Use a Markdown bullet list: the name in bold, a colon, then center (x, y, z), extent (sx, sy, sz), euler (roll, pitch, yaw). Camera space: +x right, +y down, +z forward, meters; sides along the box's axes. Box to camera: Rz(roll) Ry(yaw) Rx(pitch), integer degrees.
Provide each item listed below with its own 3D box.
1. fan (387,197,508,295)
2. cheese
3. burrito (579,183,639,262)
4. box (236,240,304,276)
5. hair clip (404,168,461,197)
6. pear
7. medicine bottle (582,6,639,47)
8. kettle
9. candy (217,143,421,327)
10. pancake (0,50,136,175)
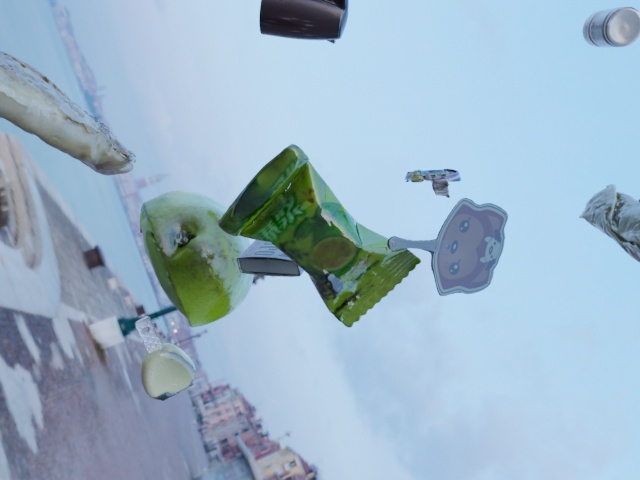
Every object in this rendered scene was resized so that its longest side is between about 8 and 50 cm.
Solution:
- **fan**: center (0.166, 0.008, 0.803), extent (0.009, 0.219, 0.132), euler (22, -75, 52)
- **cheese**: center (-0.372, 0.266, 1.442), extent (0.054, 0.127, 0.252), euler (44, -27, 44)
- **burrito**: center (0.608, -0.024, 1.164), extent (0.076, 0.117, 0.392), euler (37, 14, -14)
- **box**: center (-0.058, 0.006, 1.099), extent (0.177, 0.115, 0.036), euler (-52, 141, -58)
- **hair clip**: center (0.250, -0.132, 1.365), extent (0.172, 0.116, 0.049), euler (-89, -177, -76)
- **pear**: center (-0.279, 0.027, 1.478), extent (0.318, 0.238, 0.343), euler (173, -105, -79)
- **medicine bottle**: center (0.440, -0.321, 0.942), extent (0.089, 0.057, 0.057), euler (-88, 163, -73)
- **kettle**: center (-0.038, -0.638, 1.693), extent (0.202, 0.232, 0.144), euler (98, 2, -47)
- **candy**: center (0.000, 0.000, 0.826), extent (0.246, 0.149, 0.069), euler (42, 14, -12)
- **pancake**: center (-0.318, -0.149, 0.553), extent (0.065, 0.356, 0.356), euler (-65, -159, -1)
